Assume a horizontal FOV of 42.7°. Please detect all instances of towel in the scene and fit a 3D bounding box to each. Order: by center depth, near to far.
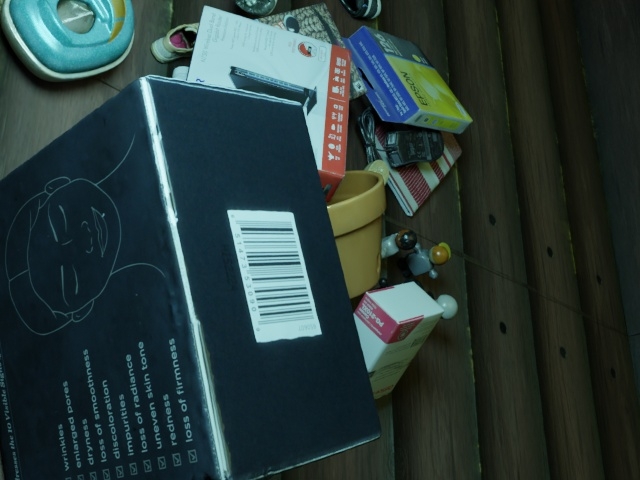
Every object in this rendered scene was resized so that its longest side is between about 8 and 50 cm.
[{"bbox_3d":[0.248,-0.242,2.161,0.237,0.037,0.329,56,47,-16],"label":"towel"}]

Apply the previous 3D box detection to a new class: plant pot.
[{"bbox_3d":[0.000,0.000,1.618,0.291,0.291,0.203,-34,117,-50],"label":"plant pot"}]

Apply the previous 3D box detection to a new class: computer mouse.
[{"bbox_3d":[0.191,-0.266,2.048,0.262,0.060,0.184,-20,97,-34],"label":"computer mouse"}]

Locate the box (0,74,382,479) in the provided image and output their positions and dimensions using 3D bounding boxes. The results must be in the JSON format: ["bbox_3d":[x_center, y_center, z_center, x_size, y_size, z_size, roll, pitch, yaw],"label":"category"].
[{"bbox_3d":[-0.227,0.099,1.134,0.297,0.472,0.480,0,73,-50],"label":"box"}]

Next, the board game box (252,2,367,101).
[{"bbox_3d":[-0.066,-0.368,1.791,0.291,0.141,0.232,-35,100,-50],"label":"board game box"}]

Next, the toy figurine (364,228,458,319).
[{"bbox_3d":[0.212,0.086,1.894,0.213,0.148,0.209,26,55,-39],"label":"toy figurine"}]

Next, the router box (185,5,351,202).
[{"bbox_3d":[-0.101,-0.254,1.506,0.301,0.082,0.335,14,53,-13],"label":"router box"}]

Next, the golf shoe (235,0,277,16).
[{"bbox_3d":[-0.130,-0.543,1.766,0.120,0.105,0.273,45,14,-41],"label":"golf shoe"}]

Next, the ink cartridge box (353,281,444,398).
[{"bbox_3d":[0.119,0.212,1.659,0.100,0.237,0.172,43,30,28],"label":"ink cartridge box"}]

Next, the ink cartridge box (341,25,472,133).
[{"bbox_3d":[0.206,-0.410,2.070,0.307,0.072,0.303,3,50,-48],"label":"ink cartridge box"}]

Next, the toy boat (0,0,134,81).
[{"bbox_3d":[-0.375,-0.329,1.417,0.318,0.148,0.267,56,41,-14],"label":"toy boat"}]

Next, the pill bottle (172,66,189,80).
[{"bbox_3d":[-0.266,-0.275,1.581,0.065,0.065,0.116,25,56,-40],"label":"pill bottle"}]

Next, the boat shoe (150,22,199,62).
[{"bbox_3d":[-0.265,-0.404,1.645,0.063,0.059,0.170,58,40,-12],"label":"boat shoe"}]

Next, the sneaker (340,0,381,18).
[{"bbox_3d":[0.088,-0.696,2.164,0.121,0.079,0.217,-15,86,-52],"label":"sneaker"}]

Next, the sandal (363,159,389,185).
[{"bbox_3d":[0.117,-0.093,1.884,0.088,0.079,0.240,37,61,-26],"label":"sandal"}]
